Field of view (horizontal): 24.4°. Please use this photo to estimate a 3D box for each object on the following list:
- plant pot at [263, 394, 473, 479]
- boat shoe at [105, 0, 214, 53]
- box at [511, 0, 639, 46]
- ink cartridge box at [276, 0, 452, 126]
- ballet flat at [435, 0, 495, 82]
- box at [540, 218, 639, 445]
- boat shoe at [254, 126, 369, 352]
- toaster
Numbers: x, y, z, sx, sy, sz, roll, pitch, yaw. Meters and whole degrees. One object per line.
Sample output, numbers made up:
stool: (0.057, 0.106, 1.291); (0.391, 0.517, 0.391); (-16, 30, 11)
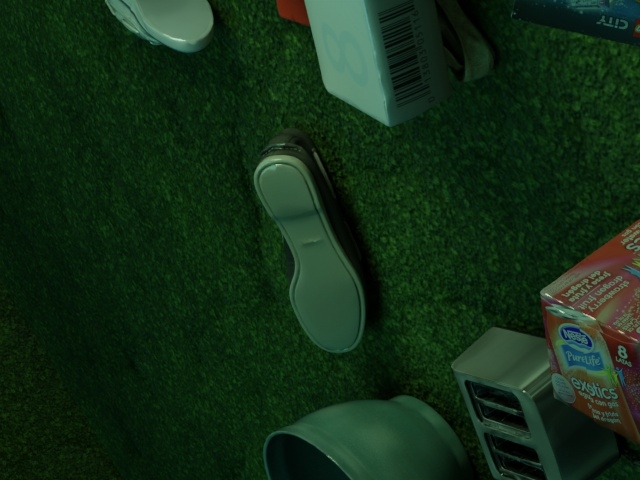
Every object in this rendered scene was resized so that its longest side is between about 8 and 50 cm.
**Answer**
plant pot: (0.088, 0.339, 2.074); (0.293, 0.196, 0.293); (40, 149, 31)
boat shoe: (-0.220, -0.312, 2.015); (0.258, 0.095, 0.084); (47, 157, 40)
box: (0.280, -0.228, 1.206); (0.233, 0.044, 0.159); (15, 142, 11)
ink cartridge box: (-0.018, -0.324, 1.603); (0.385, 0.091, 0.308); (34, 145, 53)
ballet flat: (0.121, -0.239, 1.564); (0.168, 0.052, 0.057); (53, 154, 7)
box: (0.328, 0.053, 1.316); (0.122, 0.257, 0.128); (28, 141, 45)
boat shoe: (0.000, 0.000, 1.997); (0.112, 0.095, 0.335); (-5, 125, 20)
toaster: (0.259, 0.204, 1.748); (0.185, 0.110, 0.168); (12, 130, 54)
